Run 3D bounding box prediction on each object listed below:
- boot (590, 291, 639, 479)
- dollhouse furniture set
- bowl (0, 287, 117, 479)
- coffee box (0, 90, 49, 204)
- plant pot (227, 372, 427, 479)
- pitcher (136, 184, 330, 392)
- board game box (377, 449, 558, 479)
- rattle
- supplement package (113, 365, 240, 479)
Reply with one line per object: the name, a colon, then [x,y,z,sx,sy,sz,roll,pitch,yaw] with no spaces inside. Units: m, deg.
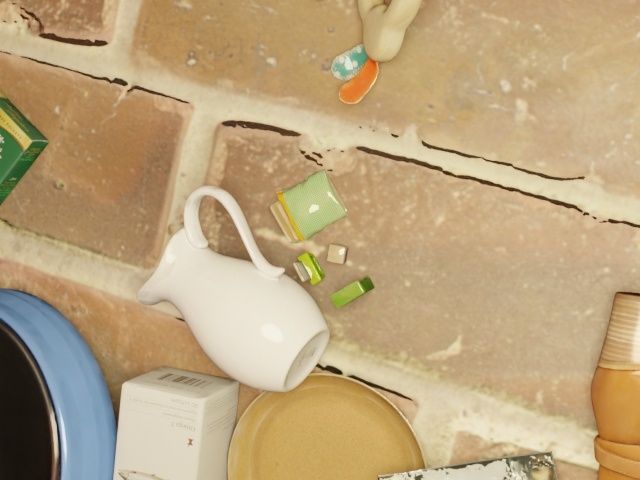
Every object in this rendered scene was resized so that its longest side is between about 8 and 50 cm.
boot: [0.401,0.174,0.839,0.283,0.109,0.220,6,93,19]
dollhouse furniture set: [0.000,0.000,0.982,0.076,0.058,0.152,-30,84,16]
bowl: [-0.418,0.252,1.070,0.391,0.077,0.391,-3,84,29]
coffee box: [-0.439,-0.095,1.123,0.113,0.040,0.184,46,104,10]
plant pot: [0.009,0.265,1.007,0.236,0.032,0.236,1,92,17]
pitcher: [-0.086,0.054,0.971,0.207,0.125,0.178,34,121,20]
board game box: [0.159,0.294,0.920,0.186,0.026,0.126,-9,69,3]
rattle: [0.102,-0.244,0.954,0.130,0.142,0.200,31,120,46]
supplement package: [-0.167,0.248,1.022,0.105,0.105,0.179,8,95,16]
